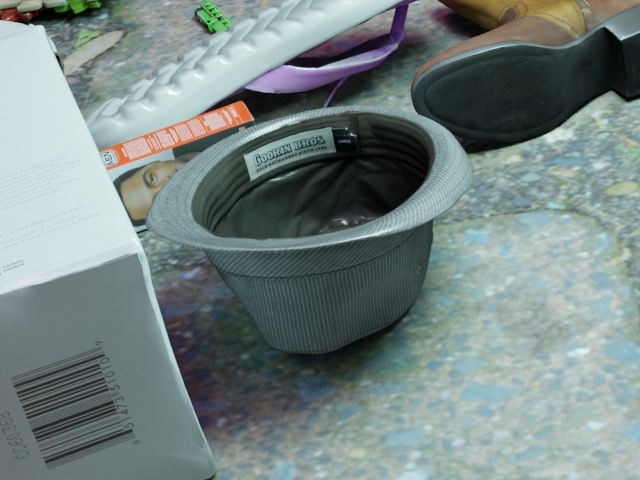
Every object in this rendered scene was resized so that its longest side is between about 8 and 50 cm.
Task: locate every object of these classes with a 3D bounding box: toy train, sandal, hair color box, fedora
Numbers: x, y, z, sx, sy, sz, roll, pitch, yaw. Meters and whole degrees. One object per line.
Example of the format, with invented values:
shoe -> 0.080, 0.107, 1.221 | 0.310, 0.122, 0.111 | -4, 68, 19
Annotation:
toy train -> -0.111, -0.231, 1.805 | 0.024, 0.017, 0.083 | -32, 35, -8
sandal -> -0.030, -0.163, 1.608 | 0.416, 0.102, 0.169 | -26, 17, 5
hair color box -> -0.121, -0.063, 1.504 | 0.141, 0.072, 0.043 | -20, 33, -8
fedora -> 0.000, 0.000, 1.312 | 0.244, 0.124, 0.275 | -3, 26, 13

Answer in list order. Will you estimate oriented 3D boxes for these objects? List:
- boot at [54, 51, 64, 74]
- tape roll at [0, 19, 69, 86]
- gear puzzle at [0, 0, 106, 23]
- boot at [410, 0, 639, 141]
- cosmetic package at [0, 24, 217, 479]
boot -> -0.372, -0.125, 1.491 | 0.207, 0.090, 0.248 | 16, 39, 42
tape roll -> -0.370, -0.100, 1.631 | 0.286, 0.100, 0.286 | -10, 32, 7
gear puzzle -> -0.289, -0.297, 1.952 | 0.339, 0.044, 0.175 | -8, 38, 10
boot -> 0.164, -0.203, 1.586 | 0.264, 0.096, 0.280 | -21, 33, -10
cosmetic package -> -0.216, 0.018, 1.291 | 0.156, 0.217, 0.385 | -19, 35, -7
